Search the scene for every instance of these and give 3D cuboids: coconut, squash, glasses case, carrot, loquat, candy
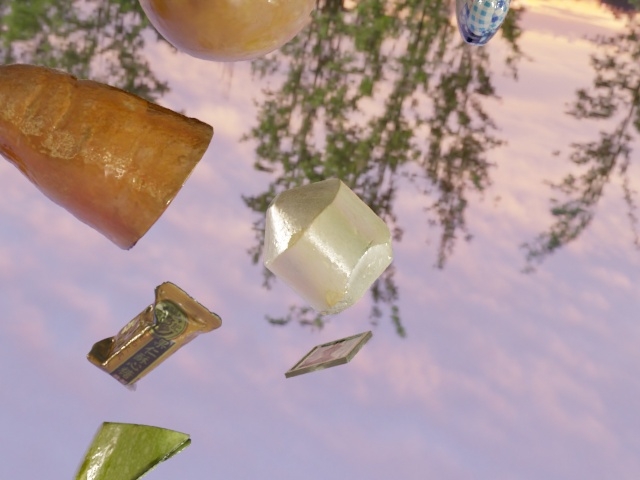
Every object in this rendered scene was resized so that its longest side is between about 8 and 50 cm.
[{"bbox_3d":[0.000,0.000,1.701,0.244,0.239,0.239,44,-164,-12],"label":"coconut"},{"bbox_3d":[-0.266,0.273,1.063,0.184,0.192,0.085,-35,-94,-30],"label":"squash"},{"bbox_3d":[0.240,-0.439,1.266,0.076,0.327,0.125,9,163,-9],"label":"glasses case"},{"bbox_3d":[-0.245,-0.109,0.893,0.225,0.159,0.159,33,-164,-13],"label":"carrot"},{"bbox_3d":[-0.145,-0.441,1.377,0.328,0.328,0.328,10,-160,-4],"label":"loquat"},{"bbox_3d":[-0.322,0.182,1.663,0.143,0.271,0.101,41,-153,-25],"label":"candy"}]

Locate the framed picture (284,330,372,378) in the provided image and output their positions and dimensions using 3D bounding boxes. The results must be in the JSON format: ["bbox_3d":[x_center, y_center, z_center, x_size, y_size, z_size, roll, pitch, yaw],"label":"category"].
[{"bbox_3d":[0.021,0.247,1.913,0.150,0.015,0.203,-18,-175,21],"label":"framed picture"}]
